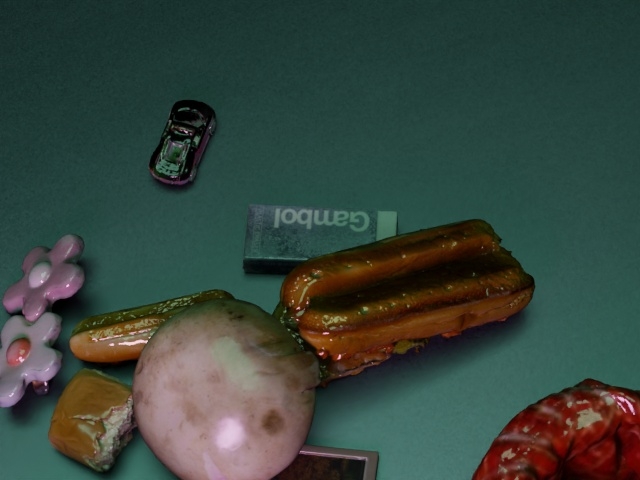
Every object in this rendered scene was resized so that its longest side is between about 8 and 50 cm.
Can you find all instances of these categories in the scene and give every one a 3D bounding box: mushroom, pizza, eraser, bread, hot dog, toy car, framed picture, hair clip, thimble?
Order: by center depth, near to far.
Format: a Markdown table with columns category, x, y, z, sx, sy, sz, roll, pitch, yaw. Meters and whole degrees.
| category | x | y | z | sx | sy | sz | roll | pitch | yaw |
| --- | --- | --- | --- | --- | --- | --- | --- | --- | --- |
| thimble | 0.326 | 0.350 | 1.679 | 0.350 | 0.231 | 0.350 | 0 | 63 | 1 |
| framed picture | -0.029 | 0.359 | 1.775 | 0.184 | 0.016 | 0.250 | 6 | 47 | 7 |
| mushroom | -0.116 | 0.195 | 1.793 | 0.254 | 0.184 | 0.255 | -4 | 77 | 18 |
| bread | -0.292 | 0.230 | 1.853 | 0.106 | 0.082 | 0.125 | 24 | 69 | 8 |
| hot dog | 0.112 | 0.074 | 1.870 | 0.348 | 0.117 | 0.158 | -15 | 52 | -24 |
| hot dog | -0.210 | 0.123 | 1.905 | 0.249 | 0.102 | 0.076 | -13 | 104 | -1 |
| pizza | 0.009 | 0.132 | 1.913 | 0.176 | 0.036 | 0.185 | 1 | 66 | 6 |
| hair clip | -0.381 | 0.109 | 1.918 | 0.146 | 0.075 | 0.257 | -14 | 59 | 39 |
| eraser | 0.000 | 0.000 | 1.977 | 0.212 | 0.046 | 0.092 | 2 | 62 | 4 |
| toy car | -0.199 | -0.146 | 2.060 | 0.069 | 0.055 | 0.142 | 16 | 66 | 7 |
